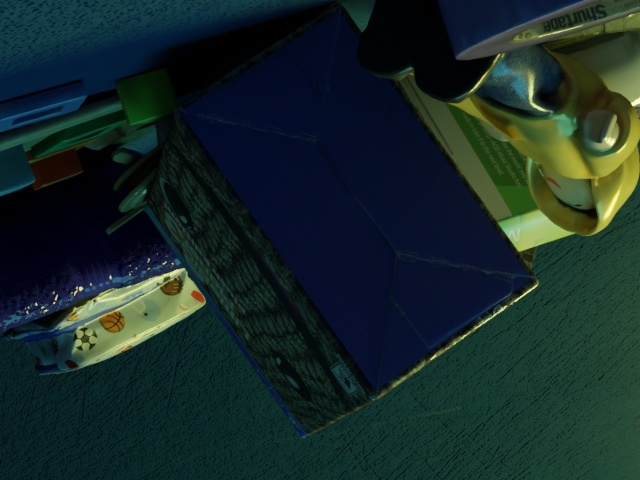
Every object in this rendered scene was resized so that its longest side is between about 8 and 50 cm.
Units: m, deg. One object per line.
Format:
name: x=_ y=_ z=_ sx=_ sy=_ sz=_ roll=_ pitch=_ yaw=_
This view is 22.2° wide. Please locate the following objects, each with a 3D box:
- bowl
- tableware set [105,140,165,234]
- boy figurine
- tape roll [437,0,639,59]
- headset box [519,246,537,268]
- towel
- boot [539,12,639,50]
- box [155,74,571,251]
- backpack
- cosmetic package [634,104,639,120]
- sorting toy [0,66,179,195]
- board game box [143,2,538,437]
bowl: x=0.168 y=-0.151 z=1.211 sx=0.142 sy=0.142 sz=0.053 roll=-17 pitch=141 yaw=-6
tableware set: x=-0.101 y=-0.089 z=1.344 sx=0.194 sy=0.039 sz=0.128 roll=-38 pitch=178 yaw=-34
boy figurine: x=0.131 y=-0.088 z=1.081 sx=0.177 sy=0.092 sz=0.285 roll=26 pitch=175 yaw=34
tape roll: x=0.148 y=-0.161 z=0.853 sx=0.189 sy=0.080 sz=0.189 roll=-17 pitch=179 yaw=0
headset box: x=0.079 y=-0.034 z=1.753 sx=0.283 sy=0.131 sz=0.246 roll=23 pitch=164 yaw=-17
towel: x=-0.269 y=-0.001 z=1.486 sx=0.308 sy=0.076 sz=0.227 roll=-20 pitch=-154 yaw=-26
boot: x=0.224 y=-0.187 z=1.089 sx=0.246 sy=0.083 sz=0.161 roll=-18 pitch=175 yaw=-3
box: x=0.041 y=-0.058 z=1.442 sx=0.322 sy=0.232 sz=0.058 roll=-18 pitch=142 yaw=-10
backpack: x=-0.275 y=0.031 z=1.866 sx=0.276 sy=0.213 sz=0.263 roll=-21 pitch=-167 yaw=-34
cosmetic package: x=0.312 y=-0.137 z=1.373 sx=0.117 sy=0.231 sz=0.085 roll=-18 pitch=-144 yaw=56
sorting toy: x=-0.222 y=-0.059 z=1.220 sx=0.196 sy=0.047 sz=0.347 roll=-18 pitch=180 yaw=-30
board game box: x=0.000 y=0.000 z=1.192 sx=0.141 sy=0.232 sz=0.291 roll=-34 pitch=175 yaw=-15
